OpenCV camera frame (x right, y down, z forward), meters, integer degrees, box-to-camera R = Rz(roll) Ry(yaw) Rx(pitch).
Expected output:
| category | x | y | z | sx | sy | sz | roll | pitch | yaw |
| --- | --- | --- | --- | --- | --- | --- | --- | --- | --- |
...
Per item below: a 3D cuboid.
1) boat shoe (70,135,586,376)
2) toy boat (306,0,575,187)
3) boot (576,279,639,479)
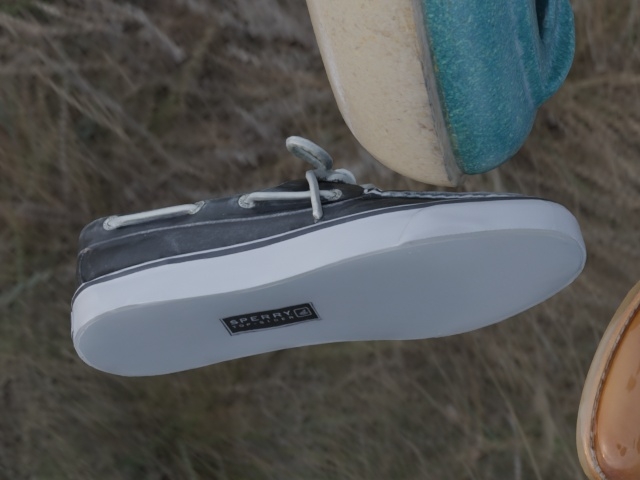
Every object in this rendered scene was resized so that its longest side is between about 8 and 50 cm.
| category | x | y | z | sx | sy | sz | roll | pitch | yaw |
| --- | --- | --- | --- | --- | --- | --- | --- | --- | --- |
| boat shoe | 0.001 | 0.002 | 1.124 | 0.306 | 0.113 | 0.105 | -13 | 55 | 13 |
| toy boat | 0.080 | -0.201 | 0.904 | 0.148 | 0.267 | 0.318 | 0 | 48 | 15 |
| boot | 0.210 | 0.045 | 0.780 | 0.197 | 0.073 | 0.152 | -49 | 37 | -10 |
